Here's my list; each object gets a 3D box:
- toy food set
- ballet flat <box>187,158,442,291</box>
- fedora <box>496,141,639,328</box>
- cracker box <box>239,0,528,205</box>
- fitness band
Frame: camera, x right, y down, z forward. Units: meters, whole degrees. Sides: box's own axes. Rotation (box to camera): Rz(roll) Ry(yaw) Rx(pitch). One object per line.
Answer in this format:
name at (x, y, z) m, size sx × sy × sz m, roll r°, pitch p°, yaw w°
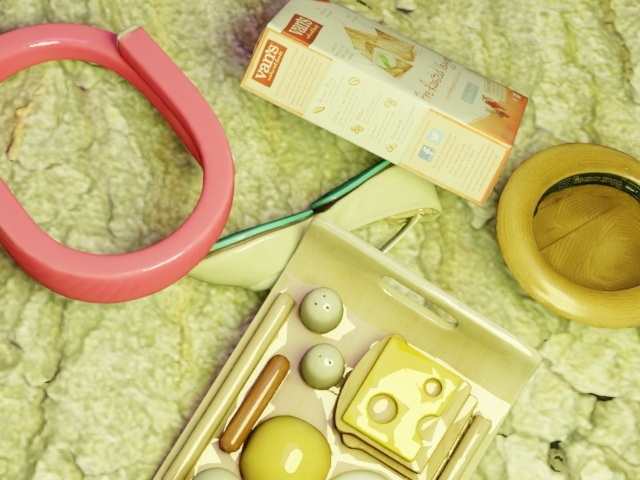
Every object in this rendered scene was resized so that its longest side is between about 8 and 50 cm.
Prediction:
toy food set at (0.009, 0.162, 1.537) m, size 0.220 × 0.092 × 0.306 m, roll 31°, pitch 78°, yaw 4°
ballet flat at (0.000, 0.000, 1.662) m, size 0.248 × 0.086 × 0.086 m, roll -27°, pitch 72°, yaw -24°
fedora at (0.233, 0.007, 1.706) m, size 0.194 × 0.079 × 0.194 m, roll 9°, pitch 59°, yaw -15°
cracker box at (0.059, -0.129, 1.697) m, size 0.232 × 0.067 × 0.156 m, roll 26°, pitch 23°, yaw 1°
fitness band at (-0.195, -0.075, 1.633) m, size 0.209 × 0.054 × 0.291 m, roll -30°, pitch 61°, yaw -19°
